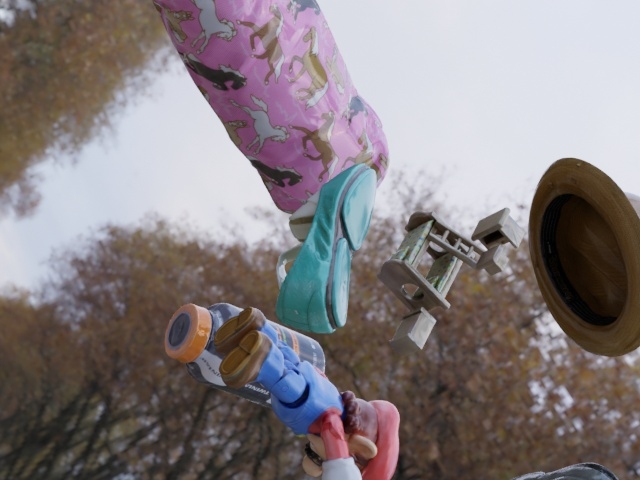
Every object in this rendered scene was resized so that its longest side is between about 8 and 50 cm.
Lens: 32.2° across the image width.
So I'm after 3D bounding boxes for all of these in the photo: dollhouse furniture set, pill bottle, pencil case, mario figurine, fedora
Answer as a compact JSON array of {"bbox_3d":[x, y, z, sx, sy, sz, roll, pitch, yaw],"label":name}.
[{"bbox_3d":[0.158,0.036,1.463,0.101,0.182,0.161,45,-42,-14],"label":"dollhouse furniture set"},{"bbox_3d":[-0.122,0.178,1.734,0.245,0.130,0.130,25,2,-35],"label":"pill bottle"},{"bbox_3d":[-0.049,-0.196,1.271,0.167,0.160,0.386,-4,-41,24],"label":"pencil case"},{"bbox_3d":[-0.027,0.249,1.513,0.170,0.198,0.320,-24,-59,41],"label":"mario figurine"},{"bbox_3d":[0.268,0.011,1.022,0.194,0.079,0.194,169,-90,-70],"label":"fedora"}]

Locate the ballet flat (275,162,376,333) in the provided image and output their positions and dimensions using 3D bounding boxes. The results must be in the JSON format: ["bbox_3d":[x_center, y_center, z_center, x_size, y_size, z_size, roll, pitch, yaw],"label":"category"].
[{"bbox_3d":[0.000,0.000,1.203,0.087,0.247,0.083,0,-48,16],"label":"ballet flat"}]

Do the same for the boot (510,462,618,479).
[{"bbox_3d":[0.191,0.231,0.881,0.083,0.161,0.246,54,-33,-7],"label":"boot"}]
